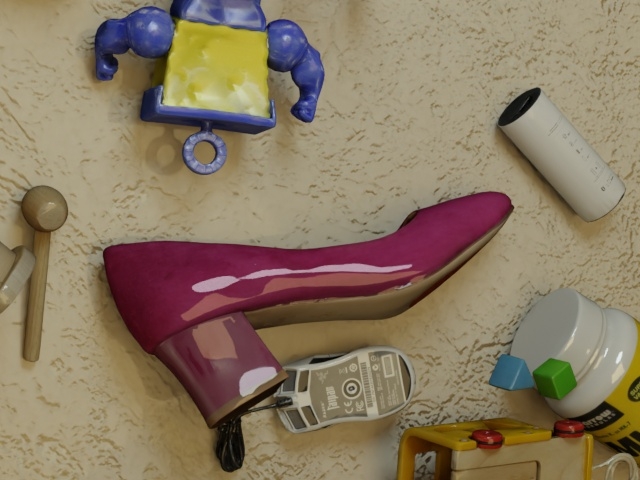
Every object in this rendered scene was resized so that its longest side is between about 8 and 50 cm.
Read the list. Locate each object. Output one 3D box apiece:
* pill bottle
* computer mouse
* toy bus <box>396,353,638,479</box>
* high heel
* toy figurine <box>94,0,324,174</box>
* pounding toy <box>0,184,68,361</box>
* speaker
[{"bbox_3d":[0.291,0.139,1.377,0.208,0.119,0.119,33,80,-19],"label":"pill bottle"},{"bbox_3d":[-0.007,0.142,1.301,0.193,0.042,0.106,-9,91,-16],"label":"computer mouse"},{"bbox_3d":[0.165,0.210,1.308,0.191,0.104,0.202,-48,120,-20],"label":"toy bus"},{"bbox_3d":[0.000,0.000,1.267,0.377,0.127,0.181,-29,79,-31],"label":"high heel"},{"bbox_3d":[-0.107,-0.163,1.176,0.362,0.191,0.217,5,95,-21],"label":"toy figurine"},{"bbox_3d":[-0.280,0.068,1.126,0.155,0.154,0.269,42,78,-18],"label":"pounding toy"},{"bbox_3d":[0.233,-0.083,1.378,0.136,0.055,0.055,45,76,-17],"label":"speaker"}]
